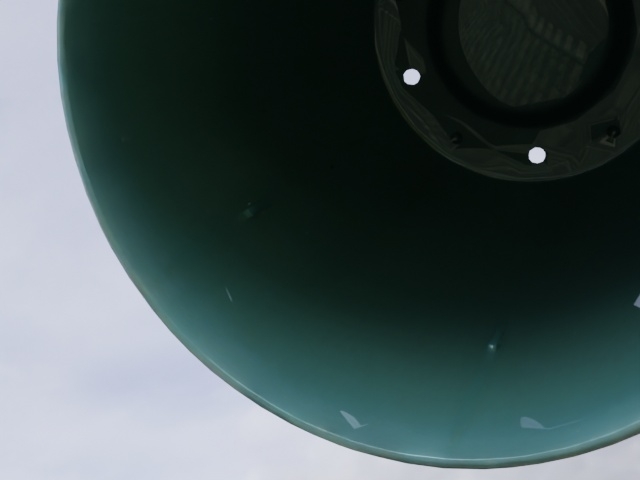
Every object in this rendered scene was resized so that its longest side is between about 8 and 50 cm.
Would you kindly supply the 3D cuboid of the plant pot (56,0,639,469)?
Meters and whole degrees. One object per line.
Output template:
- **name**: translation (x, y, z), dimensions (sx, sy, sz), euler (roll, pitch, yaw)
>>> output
- **plant pot**: translation (0.073, -0.086, 0.457), dimensions (0.293, 0.293, 0.235), euler (-42, -1, 28)
